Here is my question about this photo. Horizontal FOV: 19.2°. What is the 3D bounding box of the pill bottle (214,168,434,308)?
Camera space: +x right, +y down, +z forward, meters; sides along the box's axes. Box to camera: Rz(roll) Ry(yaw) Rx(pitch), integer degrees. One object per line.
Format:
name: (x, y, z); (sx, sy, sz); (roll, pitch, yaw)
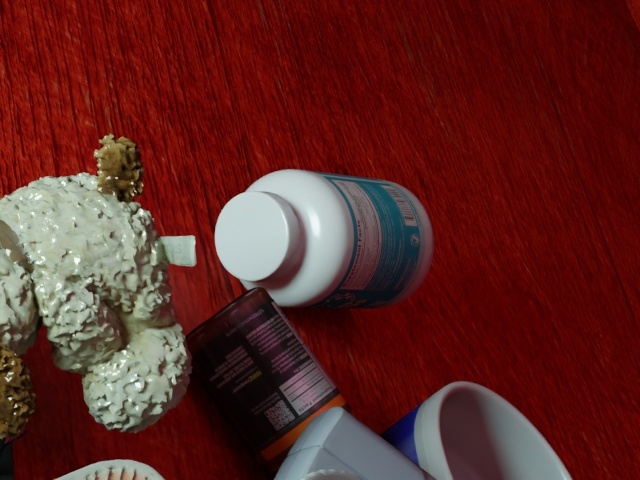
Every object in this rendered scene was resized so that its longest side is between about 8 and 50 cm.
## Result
pill bottle: (0.000, 0.000, 2.019); (0.264, 0.146, 0.146); (4, 53, -57)

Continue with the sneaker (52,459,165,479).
sneaker: (-0.253, 0.235, 1.372); (0.302, 0.121, 0.108); (-4, 66, -36)

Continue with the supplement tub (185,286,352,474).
supplement tub: (-0.041, 0.150, 1.811); (0.198, 0.106, 0.106); (55, 26, 2)

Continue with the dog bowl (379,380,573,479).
dog bowl: (0.171, 0.286, 1.990); (0.265, 0.104, 0.265); (38, 29, -26)

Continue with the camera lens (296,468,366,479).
camera lens: (-0.052, 0.319, 1.384); (0.219, 0.274, 0.219); (38, 29, -26)

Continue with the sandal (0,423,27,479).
sandal: (-0.265, 0.135, 1.533); (0.067, 0.040, 0.179); (37, 30, -29)

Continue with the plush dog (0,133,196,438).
plush dog: (-0.245, 0.033, 1.520); (0.225, 0.211, 0.262); (-23, 52, -34)

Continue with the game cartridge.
game cartridge: (0.023, 0.303, 1.683); (0.196, 0.060, 0.294); (36, 49, -23)
